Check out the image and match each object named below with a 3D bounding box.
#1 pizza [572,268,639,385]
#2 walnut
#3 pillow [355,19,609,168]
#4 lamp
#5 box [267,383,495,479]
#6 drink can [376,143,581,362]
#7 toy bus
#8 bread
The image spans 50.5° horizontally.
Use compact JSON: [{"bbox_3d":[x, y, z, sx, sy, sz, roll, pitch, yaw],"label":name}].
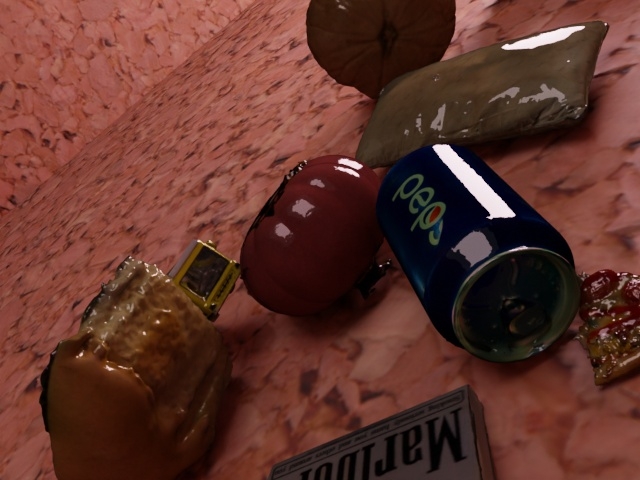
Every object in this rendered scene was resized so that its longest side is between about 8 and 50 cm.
[{"bbox_3d":[0.209,0.056,0.467,0.100,0.029,0.099,-3,45,49],"label":"pizza"},{"bbox_3d":[0.088,-0.324,1.004,0.228,0.228,0.228,-29,29,18],"label":"walnut"},{"bbox_3d":[0.172,-0.163,0.796,0.302,0.075,0.185,-9,42,40],"label":"pillow"},{"bbox_3d":[0.000,0.000,0.698,0.182,0.140,0.182,-50,10,13],"label":"lamp"},{"bbox_3d":[0.036,0.176,0.473,0.177,0.036,0.115,-29,19,19],"label":"box"},{"bbox_3d":[0.121,0.003,0.558,0.118,0.118,0.205,-34,26,8],"label":"drink can"},{"bbox_3d":[-0.167,0.082,0.779,0.226,0.074,0.081,-39,17,50],"label":"toy bus"},{"bbox_3d":[-0.159,0.156,0.654,0.132,0.252,0.174,16,43,4],"label":"bread"}]
